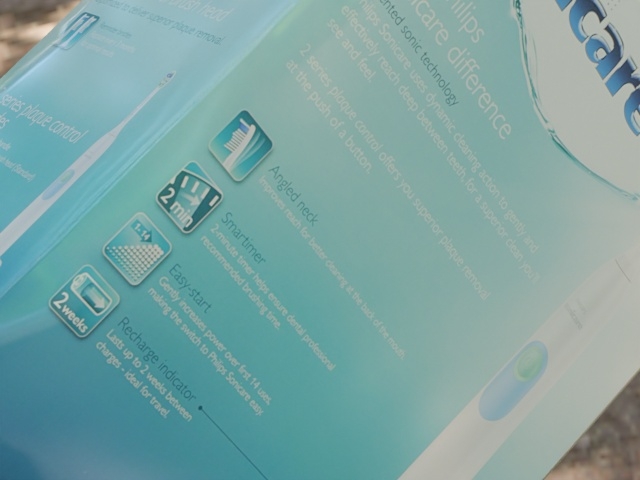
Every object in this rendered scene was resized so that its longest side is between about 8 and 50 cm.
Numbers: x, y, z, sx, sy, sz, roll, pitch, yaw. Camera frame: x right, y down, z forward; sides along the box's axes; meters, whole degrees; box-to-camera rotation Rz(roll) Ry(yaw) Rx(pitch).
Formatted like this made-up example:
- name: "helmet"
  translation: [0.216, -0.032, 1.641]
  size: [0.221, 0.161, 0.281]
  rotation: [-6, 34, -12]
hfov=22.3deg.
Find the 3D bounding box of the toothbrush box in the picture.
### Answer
- name: "toothbrush box"
  translation: [0.000, 0.000, 0.580]
  size: [0.295, 0.216, 0.126]
  rotation: [-47, 34, -10]
